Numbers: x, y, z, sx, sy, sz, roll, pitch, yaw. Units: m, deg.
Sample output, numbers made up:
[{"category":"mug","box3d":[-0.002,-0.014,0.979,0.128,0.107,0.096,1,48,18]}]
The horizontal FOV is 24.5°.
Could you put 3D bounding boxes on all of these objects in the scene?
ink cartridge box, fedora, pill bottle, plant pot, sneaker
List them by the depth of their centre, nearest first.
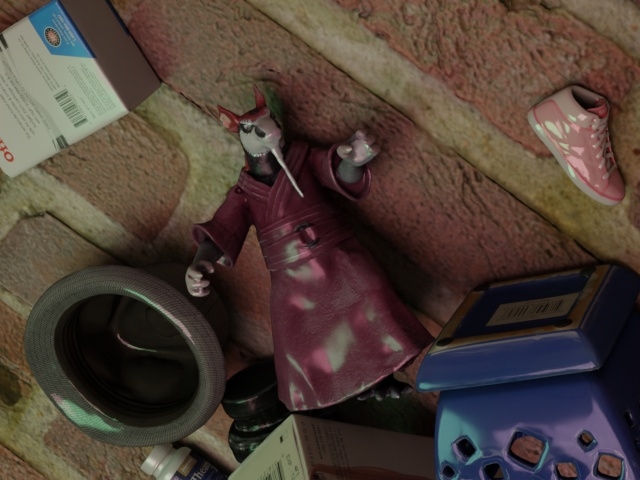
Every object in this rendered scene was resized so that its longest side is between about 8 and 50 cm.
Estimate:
[{"category":"sneaker","box3d":[0.276,-0.099,1.489,0.134,0.051,0.070,49,130,-3]},{"category":"plant pot","box3d":[0.242,0.161,1.549,0.236,0.236,0.212,-11,107,29]},{"category":"ink cartridge box","box3d":[-0.308,-0.182,1.673,0.203,0.086,0.148,-23,106,33]},{"category":"fedora","box3d":[-0.213,0.117,1.779,0.244,0.124,0.275,49,130,-7]},{"category":"pill bottle","box3d":[-0.038,0.260,1.786,0.122,0.123,0.219,-13,112,29]},{"category":"pill bottle","box3d":[-0.170,0.310,1.906,0.120,0.067,0.067,36,126,1]}]

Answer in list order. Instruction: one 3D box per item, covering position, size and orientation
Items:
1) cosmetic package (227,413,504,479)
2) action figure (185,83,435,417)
[{"category":"cosmetic package","box3d":[0.063,0.304,1.669,0.296,0.129,0.153,13,135,-31]},{"category":"action figure","box3d":[0.000,0.000,1.618,0.248,0.275,0.370,-22,88,15]}]
